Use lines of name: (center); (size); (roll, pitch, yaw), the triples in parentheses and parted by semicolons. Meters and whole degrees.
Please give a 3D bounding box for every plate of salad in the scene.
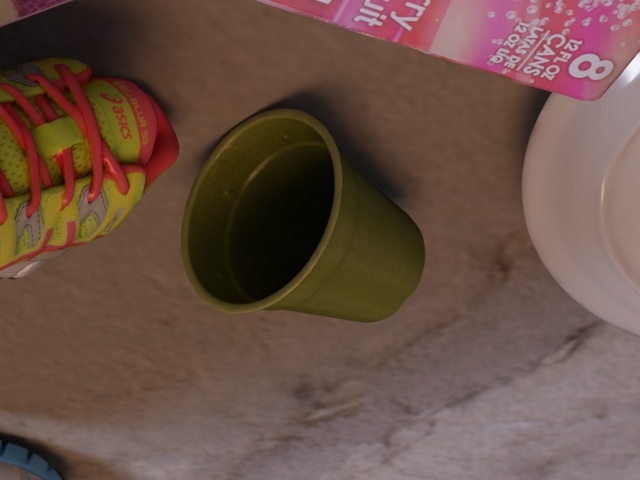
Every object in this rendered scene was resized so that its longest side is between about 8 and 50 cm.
plate of salad: (0.180, -0.030, 0.525); (0.199, 0.048, 0.200); (3, 131, 3)

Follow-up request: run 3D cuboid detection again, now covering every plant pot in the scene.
plant pot: (0.000, 0.000, 0.540); (0.083, 0.083, 0.079); (-29, 145, 29)

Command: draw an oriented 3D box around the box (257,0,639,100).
box: (0.070, -0.169, 0.290); (0.122, 0.128, 0.257); (15, 137, -18)

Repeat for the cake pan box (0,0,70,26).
cake pan box: (-0.190, -0.153, 0.352); (0.245, 0.070, 0.267); (-16, 137, 14)

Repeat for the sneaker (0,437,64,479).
sneaker: (-0.223, 0.140, 0.693); (0.190, 0.083, 0.071); (18, 135, -24)

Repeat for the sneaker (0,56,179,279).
sneaker: (-0.104, -0.029, 0.443); (0.094, 0.208, 0.081); (-24, 94, 10)
